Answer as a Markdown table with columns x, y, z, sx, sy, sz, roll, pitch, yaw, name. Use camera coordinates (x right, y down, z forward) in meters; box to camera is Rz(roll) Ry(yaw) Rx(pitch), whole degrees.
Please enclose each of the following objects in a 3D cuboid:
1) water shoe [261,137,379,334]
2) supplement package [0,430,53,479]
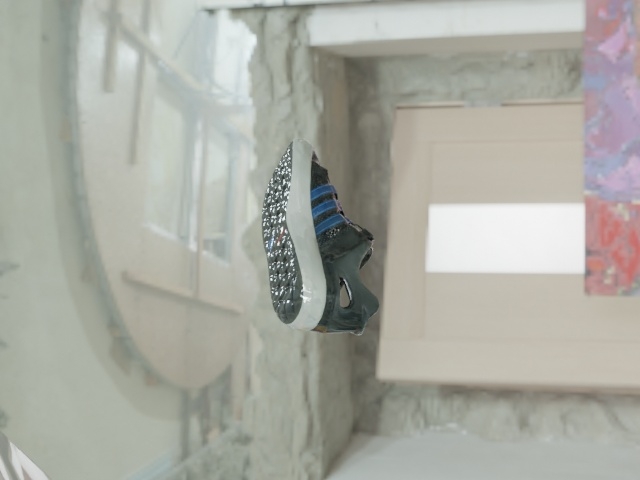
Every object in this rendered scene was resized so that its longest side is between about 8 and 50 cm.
| x | y | z | sx | sy | sz | roll | pitch | yaw | name |
| --- | --- | --- | --- | --- | --- | --- | --- | --- | --- |
| 0.000 | 0.000 | 0.848 | 0.203 | 0.080 | 0.073 | -94 | 28 | -45 | water shoe |
| -0.252 | 0.268 | 0.576 | 0.199 | 0.262 | 0.198 | 71 | 176 | -53 | supplement package |
